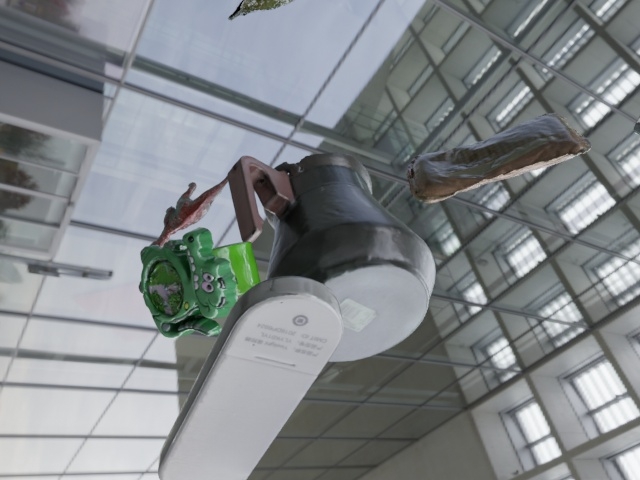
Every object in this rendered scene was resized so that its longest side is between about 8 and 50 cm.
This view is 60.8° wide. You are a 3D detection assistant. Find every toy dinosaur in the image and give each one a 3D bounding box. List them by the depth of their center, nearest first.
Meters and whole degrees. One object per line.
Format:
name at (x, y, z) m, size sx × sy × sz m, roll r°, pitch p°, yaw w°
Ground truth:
toy dinosaur at (-0.248, -0.063, 1.063) m, size 0.242 × 0.053 × 0.167 m, roll -27°, pitch -150°, yaw 31°

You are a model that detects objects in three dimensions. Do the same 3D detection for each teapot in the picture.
teapot at (0.000, 0.000, 1.010) m, size 0.305 × 0.376 × 0.361 m, roll -46°, pitch -143°, yaw 23°

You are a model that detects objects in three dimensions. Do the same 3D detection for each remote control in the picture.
remote control at (-0.058, 0.121, 0.406) m, size 0.244 × 0.077 × 0.022 m, roll -61°, pitch -156°, yaw 30°

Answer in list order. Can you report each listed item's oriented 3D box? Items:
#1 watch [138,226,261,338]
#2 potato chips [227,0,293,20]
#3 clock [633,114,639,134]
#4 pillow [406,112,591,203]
watch at (-0.140, 0.053, 0.720) m, size 0.165 × 0.152 × 0.131 m, roll -17°, pitch -93°, yaw 32°
potato chips at (-0.040, -0.370, 0.762) m, size 0.026 × 0.209 × 0.142 m, roll 56°, pitch -22°, yaw 0°
clock at (0.595, -0.257, 0.878) m, size 0.042 × 0.215 × 0.214 m, roll 42°, pitch -63°, yaw 24°
pillow at (0.212, -0.103, 0.680) m, size 0.211 × 0.034 × 0.135 m, roll -17°, pitch -149°, yaw 12°
